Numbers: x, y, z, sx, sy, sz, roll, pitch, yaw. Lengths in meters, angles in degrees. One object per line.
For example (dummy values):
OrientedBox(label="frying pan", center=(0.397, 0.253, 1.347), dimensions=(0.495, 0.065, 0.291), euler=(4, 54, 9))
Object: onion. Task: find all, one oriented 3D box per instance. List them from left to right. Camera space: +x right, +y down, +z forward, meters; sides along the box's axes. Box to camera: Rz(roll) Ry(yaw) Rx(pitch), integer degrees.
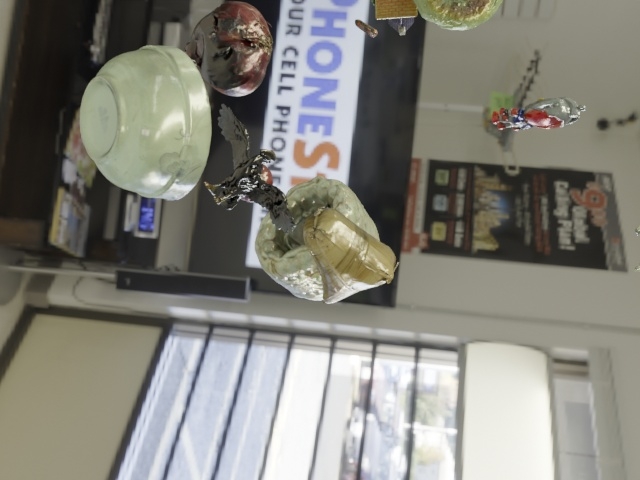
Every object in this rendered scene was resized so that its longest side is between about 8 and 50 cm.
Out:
OrientedBox(label="onion", center=(-0.239, -0.516, 2.214), dimensions=(0.221, 0.281, 0.281), euler=(47, 46, -57))

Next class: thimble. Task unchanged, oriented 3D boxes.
OrientedBox(label="thimble", center=(0.000, 0.000, 1.988), dimensions=(0.195, 0.291, 0.291), euler=(46, 43, -41))

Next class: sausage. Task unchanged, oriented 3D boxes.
OrientedBox(label="sausage", center=(0.137, -0.641, 2.420), dimensions=(0.028, 0.025, 0.198), euler=(65, -3, -28))

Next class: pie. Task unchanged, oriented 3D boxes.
OrientedBox(label="pie", center=(0.248, -0.473, 1.451), dimensions=(0.041, 0.186, 0.187), euler=(-87, -178, -88))

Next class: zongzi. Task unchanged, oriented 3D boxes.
OrientedBox(label="zongzi", center=(0.015, 0.039, 1.474), dimensions=(0.194, 0.197, 0.099), euler=(39, 43, -25))

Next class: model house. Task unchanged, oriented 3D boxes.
OrientedBox(label="model house", center=(0.145, -0.464, 1.593), dimensions=(0.101, 0.087, 0.100), euler=(76, 10, -67))

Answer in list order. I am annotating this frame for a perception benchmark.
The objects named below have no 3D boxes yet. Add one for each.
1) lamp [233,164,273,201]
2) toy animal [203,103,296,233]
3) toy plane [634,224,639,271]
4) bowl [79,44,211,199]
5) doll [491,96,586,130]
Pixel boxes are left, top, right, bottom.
OrientedBox(label="lamp", center=(-0.163, -0.142, 1.922), dimensions=(0.090, 0.101, 0.101), euler=(144, -48, -83))
OrientedBox(label="toy animal", center=(-0.102, -0.085, 1.080), dimensions=(0.220, 0.108, 0.062), euler=(56, 10, 22))
OrientedBox(label="toy plane", center=(0.556, -0.019, 1.226), dimensions=(0.262, 0.088, 0.192), euler=(22, 100, -49))
OrientedBox(label="bowl", center=(-0.359, -0.230, 1.565), dimensions=(0.163, 0.307, 0.307), euler=(-4, 102, -41))
OrientedBox(label="doll", center=(0.446, -0.255, 1.632), dimensions=(0.104, 0.194, 0.062), euler=(50, 53, -35))
